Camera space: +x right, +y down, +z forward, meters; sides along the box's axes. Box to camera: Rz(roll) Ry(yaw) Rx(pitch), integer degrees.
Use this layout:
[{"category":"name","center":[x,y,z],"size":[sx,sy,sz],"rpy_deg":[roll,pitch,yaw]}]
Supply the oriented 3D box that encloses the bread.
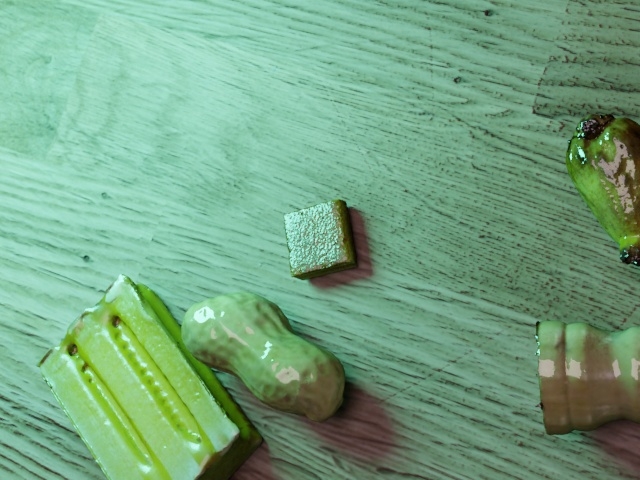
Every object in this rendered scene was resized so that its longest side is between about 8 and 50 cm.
[{"category":"bread","center":[0.000,0.000,1.766],"size":[0.090,0.035,0.094],"rpy_deg":[-17,69,23]}]

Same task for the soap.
[{"category":"soap","center":[-0.239,0.222,1.804],"size":[0.199,0.091,0.315],"rpy_deg":[-47,62,10]}]

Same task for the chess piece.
[{"category":"chess piece","center":[0.399,0.149,1.485],"size":[0.300,0.137,0.137],"rpy_deg":[-5,74,15]}]

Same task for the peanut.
[{"category":"peanut","center":[-0.071,0.146,1.722],"size":[0.256,0.123,0.123],"rpy_deg":[27,90,28]}]

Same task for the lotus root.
[{"category":"lotus root","center":[0.361,-0.058,1.565],"size":[0.108,0.094,0.191],"rpy_deg":[-30,72,44]}]
